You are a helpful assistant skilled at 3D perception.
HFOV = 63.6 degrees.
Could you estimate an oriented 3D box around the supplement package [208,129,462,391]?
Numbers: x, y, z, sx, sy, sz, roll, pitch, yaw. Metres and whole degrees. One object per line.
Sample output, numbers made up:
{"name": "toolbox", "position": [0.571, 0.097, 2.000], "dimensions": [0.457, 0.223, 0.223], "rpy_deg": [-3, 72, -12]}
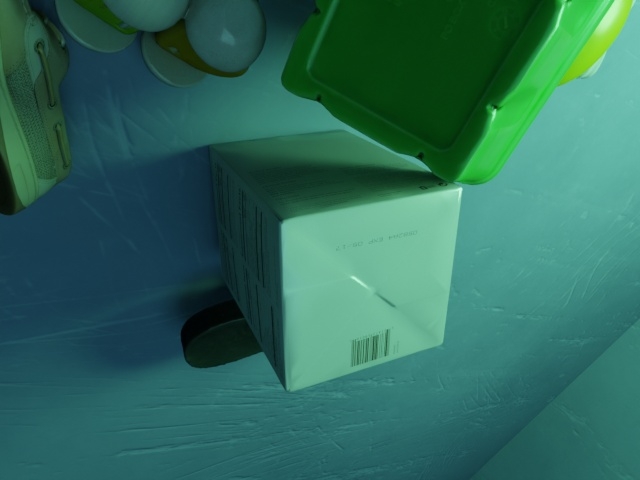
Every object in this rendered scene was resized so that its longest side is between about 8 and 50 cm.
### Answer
{"name": "supplement package", "position": [0.000, 0.000, 0.622], "dimensions": [0.199, 0.262, 0.198], "rpy_deg": [-11, 118, -22]}

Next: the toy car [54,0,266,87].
{"name": "toy car", "position": [-0.135, -0.227, 0.463], "dimensions": [0.181, 0.159, 0.137], "rpy_deg": [16, 85, -40]}

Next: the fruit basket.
{"name": "fruit basket", "position": [0.166, -0.250, 0.488], "dimensions": [0.392, 0.282, 0.392], "rpy_deg": [-58, 174, -10]}

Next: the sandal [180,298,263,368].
{"name": "sandal", "position": [0.011, 0.128, 0.816], "dimensions": [0.445, 0.107, 0.168], "rpy_deg": [-18, 146, -13]}

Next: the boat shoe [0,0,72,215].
{"name": "boat shoe", "position": [-0.284, -0.165, 0.456], "dimensions": [0.098, 0.109, 0.303], "rpy_deg": [-50, 158, -47]}

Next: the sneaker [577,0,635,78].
{"name": "sneaker", "position": [0.371, -0.321, 0.727], "dimensions": [0.094, 0.080, 0.212], "rpy_deg": [-10, 136, -8]}
